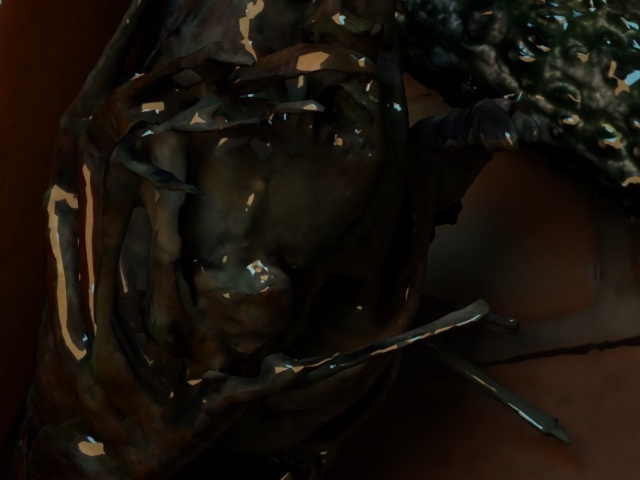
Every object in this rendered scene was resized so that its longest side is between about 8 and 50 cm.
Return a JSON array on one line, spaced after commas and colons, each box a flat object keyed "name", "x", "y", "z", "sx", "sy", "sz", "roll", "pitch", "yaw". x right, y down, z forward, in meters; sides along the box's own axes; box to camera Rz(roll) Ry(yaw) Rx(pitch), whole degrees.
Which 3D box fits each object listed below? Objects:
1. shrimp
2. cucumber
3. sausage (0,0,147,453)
[{"name": "shrimp", "x": -0.001, "y": 0.001, "z": 0.629, "sx": 0.372, "sy": 0.172, "sz": 0.137, "roll": -58, "pitch": 35, "yaw": 35}, {"name": "cucumber", "x": 0.076, "y": -0.070, "z": 0.660, "sx": 0.096, "sy": 0.096, "sz": 0.359, "roll": -52, "pitch": 48, "yaw": 3}, {"name": "sausage", "x": -0.140, "y": -0.024, "z": 0.797, "sx": 0.094, "sy": 0.097, "sz": 0.348, "roll": 12, "pitch": 74, "yaw": 29}]
